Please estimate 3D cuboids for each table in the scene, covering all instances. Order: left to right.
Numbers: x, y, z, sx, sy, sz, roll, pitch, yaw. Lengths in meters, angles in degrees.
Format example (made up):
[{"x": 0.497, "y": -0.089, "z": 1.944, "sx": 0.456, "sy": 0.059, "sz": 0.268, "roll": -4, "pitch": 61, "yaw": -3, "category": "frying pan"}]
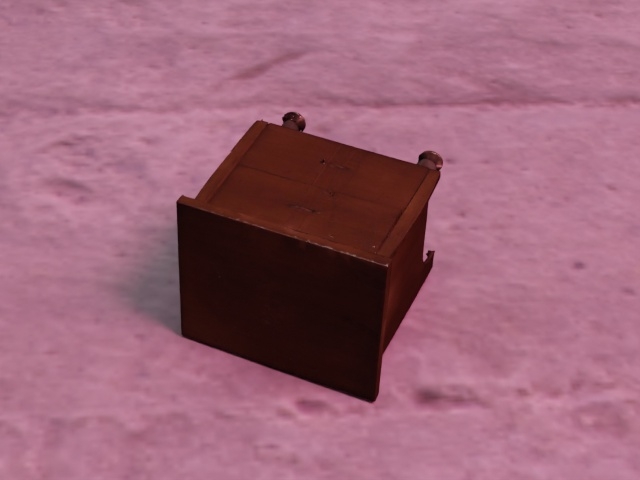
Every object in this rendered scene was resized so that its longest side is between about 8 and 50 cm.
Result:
[{"x": 0.000, "y": 0.000, "z": 0.587, "sx": 0.083, "sy": 0.070, "sz": 0.082, "roll": 17, "pitch": 42, "yaw": 16, "category": "table"}]
